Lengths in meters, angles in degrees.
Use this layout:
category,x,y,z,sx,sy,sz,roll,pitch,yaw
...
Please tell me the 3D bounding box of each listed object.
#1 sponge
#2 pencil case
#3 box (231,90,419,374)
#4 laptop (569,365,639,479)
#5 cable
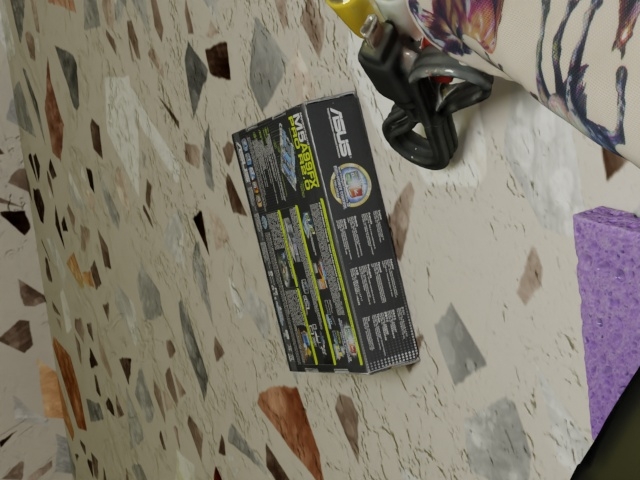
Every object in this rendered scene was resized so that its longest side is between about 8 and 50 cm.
category,x,y,z,sx,sy,sz,roll,pitch,yaw
sponge,0.229,0.088,1.007,0.117,0.031,0.210,21,122,63
pencil case,0.202,-0.103,0.793,0.410,0.160,0.183,46,132,50
box,0.000,0.000,1.457,0.216,0.060,0.270,-12,92,67
laptop,0.319,0.184,0.627,0.382,0.236,0.407,43,127,29
cable,0.089,-0.126,1.104,0.140,0.072,0.287,21,170,22
